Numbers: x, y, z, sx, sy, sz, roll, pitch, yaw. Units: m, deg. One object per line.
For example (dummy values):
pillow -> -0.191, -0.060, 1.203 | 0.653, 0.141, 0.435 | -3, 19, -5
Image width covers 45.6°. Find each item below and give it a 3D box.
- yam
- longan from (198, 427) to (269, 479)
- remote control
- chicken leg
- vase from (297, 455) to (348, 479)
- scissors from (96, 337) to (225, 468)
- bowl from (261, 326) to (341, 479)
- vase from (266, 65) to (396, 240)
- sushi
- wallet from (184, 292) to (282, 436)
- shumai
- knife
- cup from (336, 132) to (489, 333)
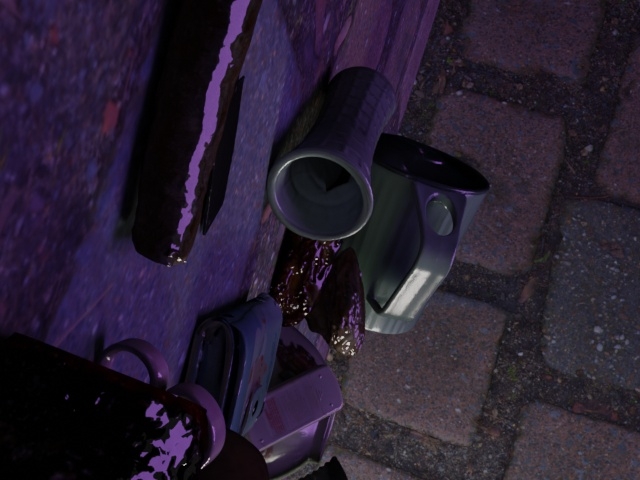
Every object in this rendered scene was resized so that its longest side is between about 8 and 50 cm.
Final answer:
yam -> -0.085, -0.116, 0.541 | 0.061, 0.061, 0.273 | -39, 146, -78
longan -> -0.125, 0.283, 0.770 | 0.167, 0.168, 0.187 | 91, 21, -66
remote control -> -0.050, 0.278, 1.277 | 0.190, 0.087, 0.029 | -22, 180, -29
chicken leg -> -0.001, -0.001, 1.297 | 0.177, 0.083, 0.322 | -38, 149, -78
vase -> -0.064, 0.463, 1.328 | 0.115, 0.238, 0.115 | 159, -90, -77
scissors -> -0.162, 0.192, 0.605 | 0.030, 0.118, 0.242 | -20, 144, -60
bowl -> -0.054, 0.319, 1.418 | 0.337, 0.158, 0.337 | 16, 90, -83
vase -> 0.032, -0.140, 1.088 | 0.298, 0.143, 0.143 | -67, 171, -52
sushi -> -0.137, 0.137, 0.440 | 0.225, 0.136, 0.126 | 108, 4, -73
wallet -> -0.110, 0.165, 0.969 | 0.250, 0.075, 0.176 | -16, 117, -82
shumai -> 0.013, 0.118, 1.479 | 0.161, 0.153, 0.209 | 64, 25, -87
knife -> -0.086, -0.117, 0.704 | 0.072, 0.019, 0.245 | -70, 176, -51
cup -> 0.148, -0.013, 1.639 | 0.401, 0.310, 0.392 | -39, 151, -66
